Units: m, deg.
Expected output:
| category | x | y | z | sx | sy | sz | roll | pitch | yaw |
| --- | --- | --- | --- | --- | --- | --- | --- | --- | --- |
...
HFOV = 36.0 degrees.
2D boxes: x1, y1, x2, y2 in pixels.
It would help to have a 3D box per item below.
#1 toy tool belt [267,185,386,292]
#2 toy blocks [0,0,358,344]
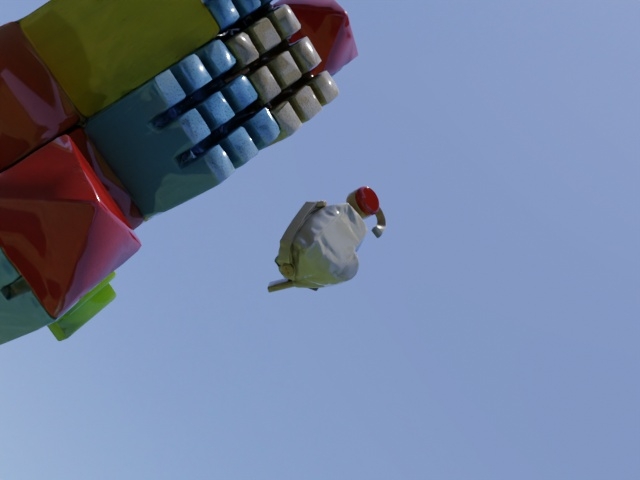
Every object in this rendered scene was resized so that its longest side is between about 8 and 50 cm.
| category | x | y | z | sx | sy | sz | roll | pitch | yaw |
| --- | --- | --- | --- | --- | --- | --- | --- | --- | --- |
| toy tool belt | 0.000 | 0.000 | 0.600 | 0.051 | 0.083 | 0.052 | -27 | -72 | 39 |
| toy blocks | -0.115 | -0.053 | 0.475 | 0.261 | 0.381 | 0.190 | -22 | -74 | 41 |
